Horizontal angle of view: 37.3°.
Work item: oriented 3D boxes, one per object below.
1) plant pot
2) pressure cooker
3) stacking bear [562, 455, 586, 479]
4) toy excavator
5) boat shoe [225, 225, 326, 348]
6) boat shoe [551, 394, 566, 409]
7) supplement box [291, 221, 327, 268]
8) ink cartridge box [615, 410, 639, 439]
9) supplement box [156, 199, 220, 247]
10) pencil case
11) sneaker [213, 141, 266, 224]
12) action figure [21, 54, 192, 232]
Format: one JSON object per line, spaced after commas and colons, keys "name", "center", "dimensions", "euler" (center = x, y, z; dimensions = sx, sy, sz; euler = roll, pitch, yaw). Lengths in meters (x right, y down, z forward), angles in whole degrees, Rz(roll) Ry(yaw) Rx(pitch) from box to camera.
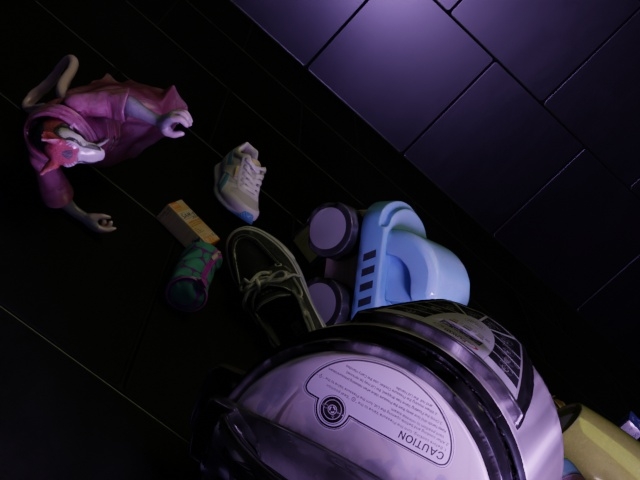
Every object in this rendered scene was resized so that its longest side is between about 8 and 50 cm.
{"name": "plant pot", "center": [0.524, 0.458, 1.765], "dimensions": [0.293, 0.275, 0.275], "euler": [51, 17, -2]}
{"name": "pressure cooker", "center": [0.076, 0.269, 1.080], "dimensions": [0.420, 0.370, 0.375], "euler": [-3, 74, -66]}
{"name": "stacking bear", "center": [0.356, 0.406, 1.653], "dimensions": [0.175, 0.164, 0.289], "euler": [34, 6, -48]}
{"name": "toy excavator", "center": [0.194, 0.139, 1.687], "dimensions": [0.222, 0.445, 0.432], "euler": [20, 73, -53]}
{"name": "boat shoe", "center": [-0.080, 0.093, 1.561], "dimensions": [0.306, 0.113, 0.105], "euler": [63, 9, 24]}
{"name": "boat shoe", "center": [0.507, 0.403, 2.177], "dimensions": [0.324, 0.120, 0.122], "euler": [31, 21, -38]}
{"name": "supplement box", "center": [0.000, 0.000, 2.009], "dimensions": [0.083, 0.083, 0.056], "euler": [54, 19, 25]}
{"name": "ink cartridge box", "center": [0.645, 0.481, 2.164], "dimensions": [0.046, 0.207, 0.097], "euler": [48, 17, 12]}
{"name": "supplement box", "center": [-0.225, -0.021, 1.617], "dimensions": [0.098, 0.036, 0.062], "euler": [45, 16, 2]}
{"name": "pencil case", "center": [-0.193, 0.053, 1.462], "dimensions": [0.064, 0.070, 0.151], "euler": [57, 15, -18]}
{"name": "sneaker", "center": [-0.158, -0.119, 1.911], "dimensions": [0.087, 0.092, 0.228], "euler": [36, 20, -32]}
{"name": "action figure", "center": [-0.337, -0.178, 1.372], "dimensions": [0.276, 0.248, 0.370], "euler": [43, 14, -2]}
